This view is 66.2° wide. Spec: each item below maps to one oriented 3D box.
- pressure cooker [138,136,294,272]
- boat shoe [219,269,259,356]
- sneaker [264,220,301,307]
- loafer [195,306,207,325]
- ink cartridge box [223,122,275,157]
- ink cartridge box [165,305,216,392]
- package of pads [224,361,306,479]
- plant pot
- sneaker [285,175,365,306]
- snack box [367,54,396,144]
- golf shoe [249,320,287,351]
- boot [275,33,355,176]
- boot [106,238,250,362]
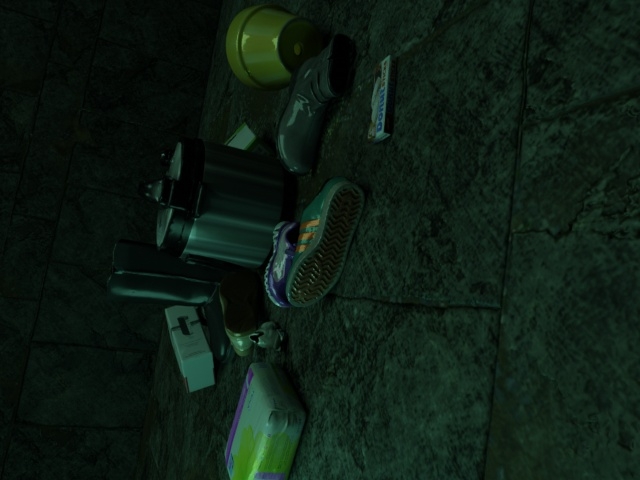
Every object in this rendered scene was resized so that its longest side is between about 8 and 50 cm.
[{"bbox_3d":[-0.332,-0.115,1.488,0.370,0.420,0.375,-53,35,43],"label":"pressure cooker"},{"bbox_3d":[-0.252,0.214,1.528,0.341,0.122,0.110,-101,8,-59],"label":"boat shoe"},{"bbox_3d":[-0.076,0.052,1.257,0.104,0.095,0.236,-22,58,53],"label":"sneaker"},{"bbox_3d":[-0.458,0.285,1.967,0.319,0.112,0.111,-14,58,63],"label":"loafer"},{"bbox_3d":[-0.284,-0.310,1.786,0.189,0.097,0.255,-46,31,7],"label":"ink cartridge box"},{"bbox_3d":[-0.491,0.396,1.851,0.273,0.114,0.197,-125,30,-43],"label":"ink cartridge box"},{"bbox_3d":[-0.141,0.477,1.186,0.229,0.101,0.296,-142,65,-64],"label":"package of pads"},{"bbox_3d":[-0.123,-0.579,1.482,0.239,0.254,0.254,27,105,50],"label":"plant pot"},{"bbox_3d":[0.000,0.000,1.098,0.302,0.108,0.121,-65,25,10],"label":"sneaker"},{"bbox_3d":[0.130,-0.295,1.034,0.064,0.022,0.178,-19,61,61],"label":"snack box"},{"bbox_3d":[-0.156,0.256,1.343,0.176,0.086,0.069,176,102,-67],"label":"golf shoe"},{"bbox_3d":[-0.013,-0.350,1.277,0.223,0.118,0.338,-10,75,59],"label":"boot"},{"bbox_3d":[-0.487,0.207,1.649,0.146,0.445,0.367,-14,66,64],"label":"boot"}]
